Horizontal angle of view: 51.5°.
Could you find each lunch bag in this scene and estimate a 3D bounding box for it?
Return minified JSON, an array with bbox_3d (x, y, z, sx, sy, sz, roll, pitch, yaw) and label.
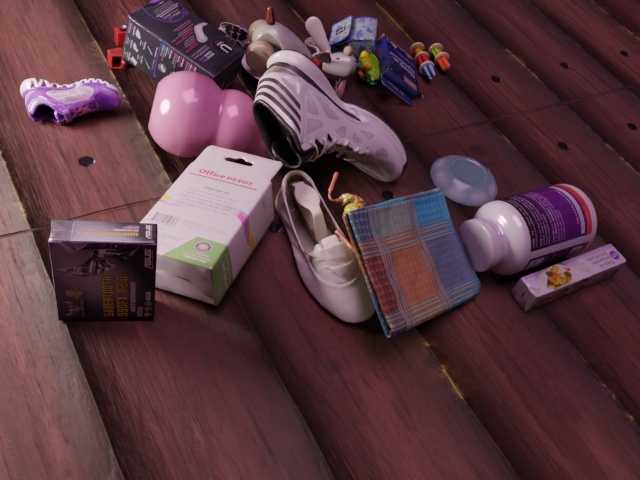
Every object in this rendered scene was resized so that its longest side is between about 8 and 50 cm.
[{"bbox_3d":[0.102,-0.636,2.080,0.151,0.096,0.129,3,50,8],"label":"lunch bag"}]

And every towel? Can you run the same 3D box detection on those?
[{"bbox_3d":[0.209,0.034,1.425,0.370,0.040,0.271,-16,83,-49],"label":"towel"}]

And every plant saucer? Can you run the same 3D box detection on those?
[{"bbox_3d":[0.396,-0.175,1.801,0.195,0.037,0.195,8,48,-9],"label":"plant saucer"}]

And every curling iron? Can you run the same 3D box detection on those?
[{"bbox_3d":[0.035,-0.347,1.837,0.035,0.068,0.274,16,53,-4],"label":"curling iron"}]

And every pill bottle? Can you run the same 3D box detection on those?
[{"bbox_3d":[0.494,-0.023,1.600,0.323,0.181,0.181,-14,55,-26],"label":"pill bottle"}]

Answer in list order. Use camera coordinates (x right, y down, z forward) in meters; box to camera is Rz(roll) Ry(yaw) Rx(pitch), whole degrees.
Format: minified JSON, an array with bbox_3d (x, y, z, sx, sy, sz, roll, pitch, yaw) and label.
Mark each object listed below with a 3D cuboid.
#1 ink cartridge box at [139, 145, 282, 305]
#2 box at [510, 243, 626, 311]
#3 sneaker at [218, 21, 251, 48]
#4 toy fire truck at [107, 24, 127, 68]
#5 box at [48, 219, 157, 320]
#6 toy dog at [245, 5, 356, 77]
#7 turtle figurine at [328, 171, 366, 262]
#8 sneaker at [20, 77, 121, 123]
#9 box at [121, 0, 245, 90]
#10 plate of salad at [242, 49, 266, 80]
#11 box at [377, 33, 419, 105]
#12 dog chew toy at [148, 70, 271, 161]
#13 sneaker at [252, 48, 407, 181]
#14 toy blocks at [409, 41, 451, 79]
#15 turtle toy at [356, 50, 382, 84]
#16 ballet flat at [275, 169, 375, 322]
[{"bbox_3d":[-0.233,-0.046,1.429,0.207,0.119,0.353,15,47,16],"label":"ink cartridge box"},{"bbox_3d":[0.607,0.088,1.616,0.324,0.067,0.063,-16,57,-28],"label":"box"},{"bbox_3d":[-0.222,-0.609,1.992,0.169,0.068,0.071,17,32,-13],"label":"sneaker"},{"bbox_3d":[-0.511,-0.546,1.852,0.192,0.047,0.135,-16,57,-28],"label":"toy fire truck"},{"bbox_3d":[-0.400,0.061,1.239,0.183,0.231,0.056,2,47,-16],"label":"box"},{"bbox_3d":[-0.055,-0.563,1.859,0.333,0.161,0.220,-9,53,-29],"label":"toy dog"},{"bbox_3d":[0.107,-0.028,1.455,0.087,0.217,0.269,-31,41,14],"label":"turtle figurine"},{"bbox_3d":[-0.607,-0.330,1.618,0.236,0.095,0.105,-3,58,-12],"label":"sneaker"},{"bbox_3d":[-0.365,-0.498,1.762,0.270,0.143,0.165,36,50,1],"label":"box"},{"bbox_3d":[-0.133,-0.496,1.916,0.199,0.048,0.200,11,46,-11],"label":"plate of salad"},{"bbox_3d":[0.237,-0.518,2.012,0.136,0.036,0.225,29,42,-31],"label":"box"},{"bbox_3d":[-0.241,-0.284,1.612,0.331,0.207,0.207,13,48,-15],"label":"dog chew toy"},{"bbox_3d":[0.010,-0.225,1.603,0.447,0.169,0.257,36,55,-22],"label":"sneaker"},{"bbox_3d":[0.361,-0.566,2.114,0.123,0.054,0.148,-3,51,-18],"label":"toy blocks"},{"bbox_3d":[0.147,-0.523,2.006,0.095,0.066,0.130,24,42,-32],"label":"turtle toy"},{"bbox_3d":[0.000,0.000,1.470,0.139,0.139,0.400,-12,55,-25],"label":"ballet flat"}]
